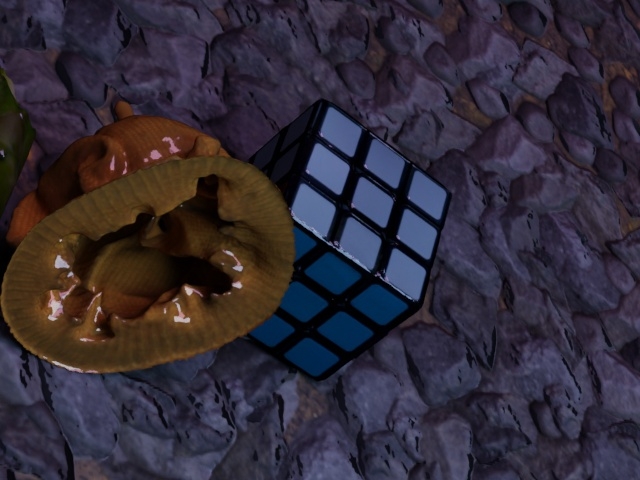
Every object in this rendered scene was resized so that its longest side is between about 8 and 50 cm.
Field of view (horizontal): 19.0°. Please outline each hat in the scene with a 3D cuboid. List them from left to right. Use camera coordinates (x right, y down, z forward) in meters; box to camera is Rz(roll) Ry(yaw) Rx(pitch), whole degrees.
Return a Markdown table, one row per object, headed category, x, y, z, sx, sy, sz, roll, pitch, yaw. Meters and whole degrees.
| category | x | y | z | sx | sy | sz | roll | pitch | yaw |
| --- | --- | --- | --- | --- | --- | --- | --- | --- | --- |
| hat | -0.153 | -0.052 | 1.600 | 0.233 | 0.244 | 0.233 | 5 | 40 | -18 |

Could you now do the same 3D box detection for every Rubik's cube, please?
| category | x | y | z | sx | sy | sz | roll | pitch | yaw |
| --- | --- | --- | --- | --- | --- | --- | --- | --- | --- |
| Rubik's cube | 0.000 | 0.000 | 1.721 | 0.160 | 0.162 | 0.163 | 35 | 45 | -17 |

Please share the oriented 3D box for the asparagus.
| category | x | y | z | sx | sy | sz | roll | pitch | yaw |
| --- | --- | --- | --- | --- | --- | --- | --- | --- | --- |
| asparagus | -0.292 | -0.028 | 1.544 | 0.343 | 0.085 | 0.082 | -70 | 157 | -44 |
